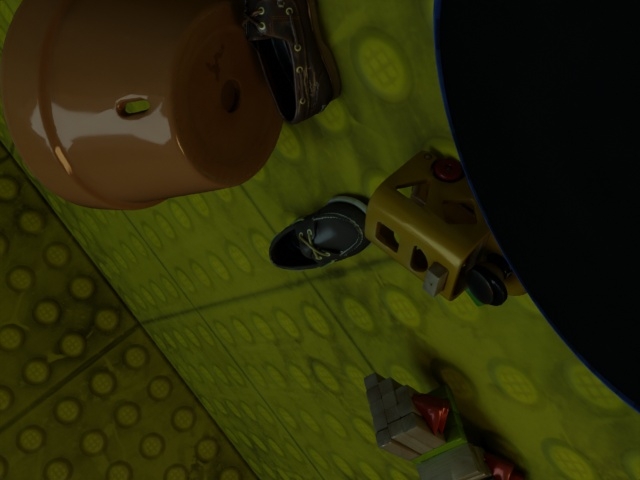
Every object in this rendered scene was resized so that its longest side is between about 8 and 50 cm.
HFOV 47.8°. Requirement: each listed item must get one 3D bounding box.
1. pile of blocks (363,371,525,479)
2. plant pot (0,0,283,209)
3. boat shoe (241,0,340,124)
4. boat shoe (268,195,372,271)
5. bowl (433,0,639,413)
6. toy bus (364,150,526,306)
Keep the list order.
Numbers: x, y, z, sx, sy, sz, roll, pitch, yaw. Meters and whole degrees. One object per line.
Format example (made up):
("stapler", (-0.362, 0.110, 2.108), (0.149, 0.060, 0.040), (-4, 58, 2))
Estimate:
("pile of blocks", (0.209, 0.305, 1.023), (0.113, 0.149, 0.362), (-31, 112, 21))
("plant pot", (-0.176, -0.167, 0.827), (0.204, 0.291, 0.290), (11, 136, 31))
("boat shoe", (-0.043, -0.221, 0.746), (0.073, 0.073, 0.207), (14, 135, 53))
("boat shoe", (0.000, 0.000, 0.967), (0.081, 0.069, 0.228), (54, 154, -7))
("bowl", (0.188, -0.050, 0.430), (0.391, 0.077, 0.391), (62, 171, 17))
("toy bus", (0.137, 0.008, 0.716), (0.191, 0.104, 0.202), (58, 154, -16))
